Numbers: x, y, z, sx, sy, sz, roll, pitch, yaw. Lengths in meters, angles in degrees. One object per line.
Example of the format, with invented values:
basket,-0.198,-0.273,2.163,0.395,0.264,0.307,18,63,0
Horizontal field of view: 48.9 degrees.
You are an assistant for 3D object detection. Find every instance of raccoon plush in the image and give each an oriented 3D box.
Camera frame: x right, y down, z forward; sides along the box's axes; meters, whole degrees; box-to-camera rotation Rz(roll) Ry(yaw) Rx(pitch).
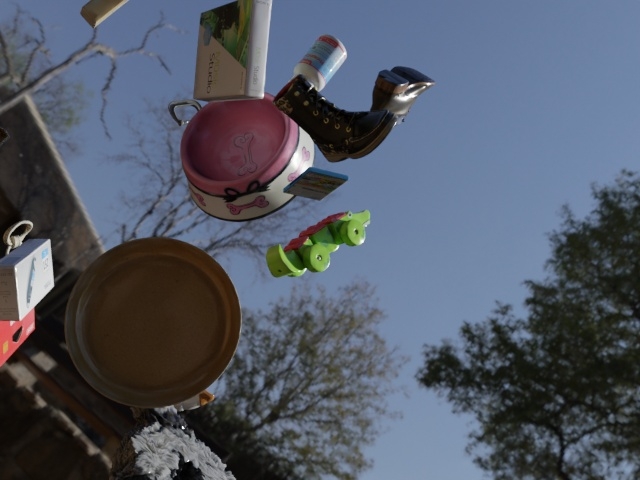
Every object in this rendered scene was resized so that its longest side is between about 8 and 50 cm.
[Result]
raccoon plush,-0.315,0.467,1.243,0.216,0.299,0.446,33,10,-18

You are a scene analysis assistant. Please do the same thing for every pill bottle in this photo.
pill bottle,-0.010,-0.426,1.743,0.087,0.160,0.087,30,-21,12

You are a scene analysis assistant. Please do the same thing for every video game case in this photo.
video game case,-0.014,-0.152,1.914,0.119,0.015,0.166,11,-22,-25

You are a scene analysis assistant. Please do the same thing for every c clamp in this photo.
c clamp,-0.457,-0.439,2.490,0.022,0.161,0.137,-30,-105,48

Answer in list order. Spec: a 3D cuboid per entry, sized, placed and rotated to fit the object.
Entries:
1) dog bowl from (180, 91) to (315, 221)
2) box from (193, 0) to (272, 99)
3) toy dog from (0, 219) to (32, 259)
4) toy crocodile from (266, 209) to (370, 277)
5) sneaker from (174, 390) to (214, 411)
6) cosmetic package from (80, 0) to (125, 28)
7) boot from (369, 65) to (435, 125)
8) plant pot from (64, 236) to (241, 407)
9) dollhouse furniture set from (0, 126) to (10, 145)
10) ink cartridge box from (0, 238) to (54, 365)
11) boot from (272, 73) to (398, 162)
dog bowl,-0.227,-0.265,2.057,0.408,0.408,0.150,29,-17,28
box,-0.226,-0.468,1.755,0.322,0.059,0.232,13,-80,56
toy dog,-0.883,0.104,1.940,0.161,0.334,0.220,35,-53,15
toy crocodile,0.000,0.000,1.689,0.115,0.341,0.105,-13,-74,49
sneaker,-0.310,0.251,1.673,0.106,0.123,0.290,119,-39,-74
cosmetic package,-0.440,-0.495,1.461,0.041,0.115,0.060,50,-14,-18
boot,0.164,-0.302,1.481,0.082,0.219,0.106,36,-59,22
plant pot,-0.229,0.112,0.976,0.236,0.236,0.032,43,-18,3
dollhouse furniture set,-0.916,-0.295,1.795,0.101,0.161,0.182,25,-30,20
ink cartridge box,-0.752,0.153,1.796,0.296,0.066,0.261,-112,-158,-76
boot,0.021,-0.237,1.322,0.179,0.085,0.236,41,-22,-20
